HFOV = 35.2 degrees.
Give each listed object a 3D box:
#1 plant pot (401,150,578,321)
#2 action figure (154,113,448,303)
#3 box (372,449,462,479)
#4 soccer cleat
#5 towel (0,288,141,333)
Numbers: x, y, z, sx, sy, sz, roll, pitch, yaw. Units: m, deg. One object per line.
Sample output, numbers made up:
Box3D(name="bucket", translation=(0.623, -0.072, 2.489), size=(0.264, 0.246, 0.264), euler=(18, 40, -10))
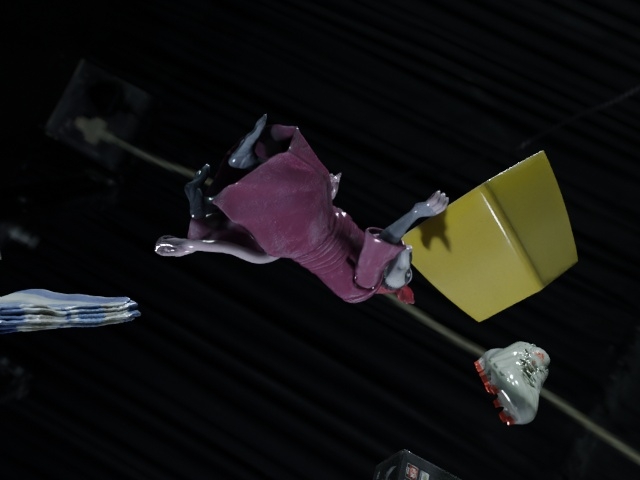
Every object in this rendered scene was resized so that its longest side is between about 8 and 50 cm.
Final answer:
Box3D(name="plant pot", translation=(0.290, 0.005, 1.639), size=(0.212, 0.187, 0.212), euler=(-35, -5, 43))
Box3D(name="action figure", translation=(0.000, 0.000, 1.440), size=(0.276, 0.370, 0.248), euler=(-58, 23, -17))
Box3D(name="box", translation=(0.115, 0.340, 0.943), size=(0.056, 0.183, 0.231), euler=(-44, 20, 47))
Box3D(name="soccer cleat", translation=(0.211, 0.142, 1.071), size=(0.076, 0.068, 0.196), euler=(-26, 3, 5))
Box3D(name="towel", translation=(-0.383, 0.083, 1.232), size=(0.285, 0.209, 0.034), euler=(3, -90, -65))
